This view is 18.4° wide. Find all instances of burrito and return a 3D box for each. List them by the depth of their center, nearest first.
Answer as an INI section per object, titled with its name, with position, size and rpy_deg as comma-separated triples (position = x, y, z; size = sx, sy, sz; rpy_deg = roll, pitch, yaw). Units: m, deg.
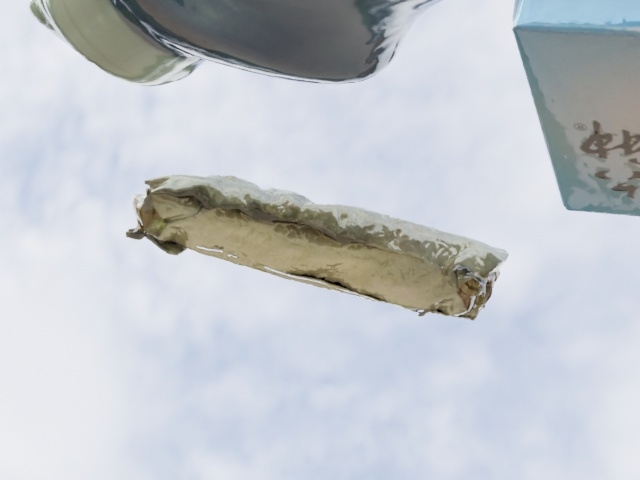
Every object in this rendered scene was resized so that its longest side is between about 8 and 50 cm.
[burrito]
position = 0.000, 0.000, 0.952
size = 0.185, 0.041, 0.045
rpy_deg = 16, -46, -9

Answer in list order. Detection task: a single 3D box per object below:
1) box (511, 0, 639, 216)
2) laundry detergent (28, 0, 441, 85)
[box]
position = 0.208, -0.071, 0.824
size = 0.232, 0.083, 0.142
rpy_deg = 5, -29, 19
[laundry detergent]
position = 0.010, -0.132, 0.674
size = 0.143, 0.094, 0.290
rpy_deg = 37, -42, -27
